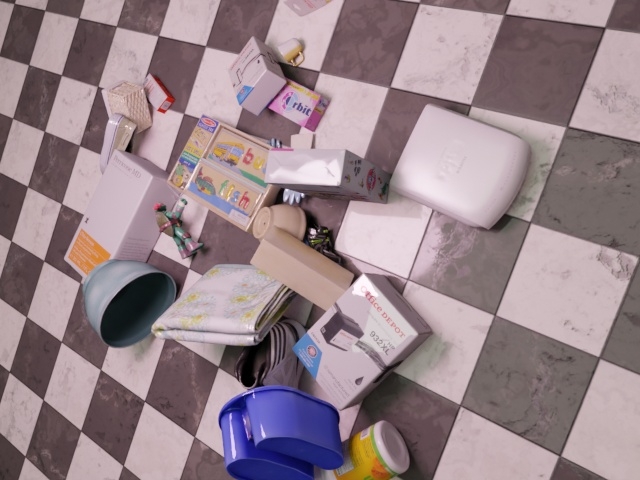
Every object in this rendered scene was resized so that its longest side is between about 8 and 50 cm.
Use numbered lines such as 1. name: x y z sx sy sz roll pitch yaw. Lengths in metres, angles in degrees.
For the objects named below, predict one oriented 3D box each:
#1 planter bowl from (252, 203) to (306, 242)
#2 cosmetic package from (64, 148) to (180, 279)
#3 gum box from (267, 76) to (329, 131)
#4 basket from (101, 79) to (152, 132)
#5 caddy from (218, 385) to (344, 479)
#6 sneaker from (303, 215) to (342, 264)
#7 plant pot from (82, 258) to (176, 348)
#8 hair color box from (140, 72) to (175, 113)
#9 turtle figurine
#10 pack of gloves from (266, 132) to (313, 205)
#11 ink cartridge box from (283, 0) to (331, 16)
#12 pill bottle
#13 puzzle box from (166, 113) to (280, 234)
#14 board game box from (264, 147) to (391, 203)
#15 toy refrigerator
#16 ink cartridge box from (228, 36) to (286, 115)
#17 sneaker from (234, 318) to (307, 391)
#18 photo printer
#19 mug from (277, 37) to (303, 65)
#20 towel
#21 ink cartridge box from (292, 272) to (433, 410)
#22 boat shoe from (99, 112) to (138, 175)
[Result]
1. planter bowl: -0.133 -0.038 1.622 0.162 0.109 0.162 -31 51 46
2. cosmetic package: -0.702 -0.063 1.942 0.230 0.161 0.453 33 100 27
3. gum box: -0.078 -0.428 1.695 0.188 0.062 0.107 34 101 28
4. basket: -0.694 -0.477 1.971 0.103 0.113 0.167 18 132 25
5. caddy: -0.096 0.487 1.381 0.241 0.341 0.179 -42 37 21
6. sneaker: 0.000 0.000 1.604 0.078 0.067 0.188 -50 62 22
7. plant pot: -0.660 0.182 1.812 0.196 0.293 0.293 31 100 25
8. hair color box: -0.600 -0.540 2.003 0.072 0.043 0.141 -46 67 17
9. turtle figurine: -0.486 -0.058 1.825 0.234 0.118 0.175 60 157 1
10. pack of gloves: -0.112 -0.214 1.713 0.195 0.046 0.232 0 75 30
11. ink cartridge box: -0.013 -0.775 1.666 0.198 0.115 0.067 -19 77 25
12. pill bottle: 0.100 0.593 1.447 0.245 0.136 0.136 -36 69 21
13. puzzle box: -0.297 -0.222 1.756 0.408 0.052 0.272 29 90 31
14. board game box: 0.029 -0.170 1.471 0.224 0.303 0.098 7 88 28
15. toy refrigerator: -0.050 0.078 1.535 0.269 0.094 0.102 32 126 -1
16. ink cartridge box: -0.204 -0.518 1.716 0.148 0.086 0.203 -45 46 26
17. sneaker: -0.161 0.451 1.535 0.169 0.257 0.448 -1 85 28
18. photo printer: 0.362 -0.187 1.403 0.307 0.107 0.256 30 99 28
19. mug: -0.088 -0.602 1.731 0.064 0.078 0.062 -33 37 13
20. towel: -0.259 0.177 1.592 0.374 0.320 0.090 -2 115 29
21. ink cartridge box: 0.110 0.270 1.480 0.307 0.129 0.223 -48 66 16
22. boat shoe: -0.729 -0.322 1.974 0.094 0.109 0.302 26 138 -4
